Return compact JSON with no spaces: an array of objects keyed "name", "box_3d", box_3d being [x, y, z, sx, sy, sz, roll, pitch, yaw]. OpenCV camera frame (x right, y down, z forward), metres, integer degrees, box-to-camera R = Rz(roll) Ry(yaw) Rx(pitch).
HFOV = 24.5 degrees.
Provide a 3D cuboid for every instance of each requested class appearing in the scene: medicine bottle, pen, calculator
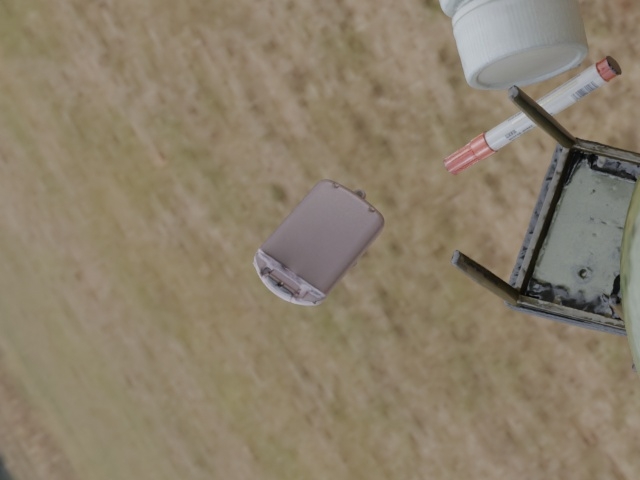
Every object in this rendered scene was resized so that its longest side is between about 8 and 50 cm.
[{"name":"medicine bottle","box_3d":[0.179,-0.287,1.480,0.144,0.144,0.252,134,127,-74]},{"name":"pen","box_3d":[0.233,-0.137,1.651,0.239,0.028,0.028,-32,89,35]},{"name":"calculator","box_3d":[0.000,0.000,1.729,0.100,0.175,0.032,35,152,13]}]

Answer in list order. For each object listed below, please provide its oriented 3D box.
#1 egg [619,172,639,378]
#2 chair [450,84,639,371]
[{"name":"egg","box_3d":[0.390,0.056,1.028,0.345,0.344,0.428,134,127,-74]},{"name":"chair","box_3d":[0.255,-0.002,1.304,0.166,0.188,0.272,16,172,34]}]
